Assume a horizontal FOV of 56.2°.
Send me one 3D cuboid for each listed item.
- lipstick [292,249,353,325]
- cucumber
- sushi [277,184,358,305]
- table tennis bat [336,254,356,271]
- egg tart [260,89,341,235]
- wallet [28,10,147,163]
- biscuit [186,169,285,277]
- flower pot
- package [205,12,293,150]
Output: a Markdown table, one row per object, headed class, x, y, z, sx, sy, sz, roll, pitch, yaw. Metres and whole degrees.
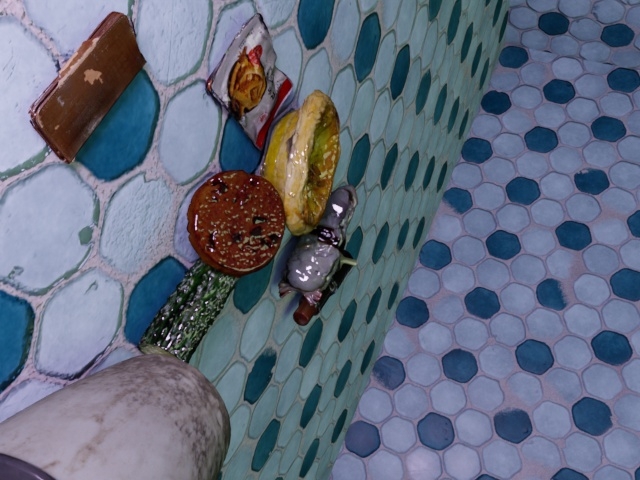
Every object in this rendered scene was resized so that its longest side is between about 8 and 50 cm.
| class | x | y | z | sx | sy | sz | roll | pitch | yaw |
| --- | --- | --- | --- | --- | --- | --- | --- | --- | --- |
| lipstick | 0.006 | 0.129 | 1.676 | 0.299 | 0.081 | 0.081 | -51 | 153 | -46 |
| cucumber | -0.189 | 0.059 | 1.071 | 0.096 | 0.096 | 0.359 | 82 | 30 | -53 |
| sushi | 0.000 | 0.000 | 1.479 | 0.130 | 0.124 | 0.332 | 59 | 50 | -79 |
| table tennis bat | 0.046 | 0.049 | 1.686 | 0.156 | 0.013 | 0.087 | 18 | 62 | -42 |
| egg tart | -0.041 | -0.156 | 1.194 | 0.290 | 0.115 | 0.290 | 11 | 90 | -79 |
| wallet | -0.271 | -0.184 | 0.709 | 0.176 | 0.026 | 0.095 | -62 | 165 | -22 |
| biscuit | -0.142 | -0.031 | 1.043 | 0.192 | 0.049 | 0.192 | 4 | 83 | -33 |
| flower pot | -0.281 | 0.308 | 0.777 | 0.330 | 0.294 | 0.293 | -46 | 150 | -65 |
| package | -0.114 | -0.269 | 1.049 | 0.154 | 0.030 | 0.239 | -62 | 163 | -8 |
